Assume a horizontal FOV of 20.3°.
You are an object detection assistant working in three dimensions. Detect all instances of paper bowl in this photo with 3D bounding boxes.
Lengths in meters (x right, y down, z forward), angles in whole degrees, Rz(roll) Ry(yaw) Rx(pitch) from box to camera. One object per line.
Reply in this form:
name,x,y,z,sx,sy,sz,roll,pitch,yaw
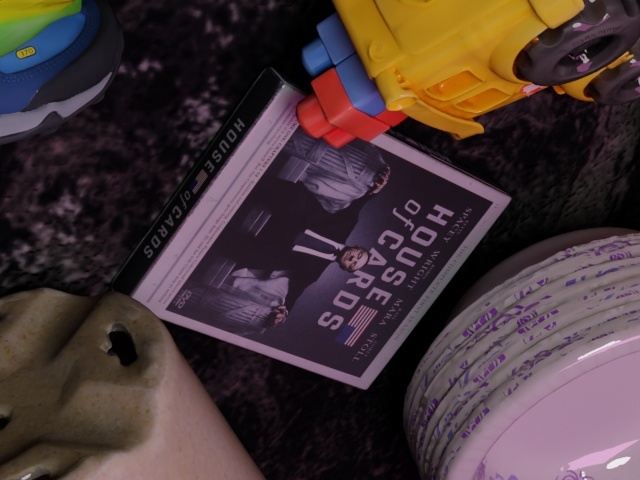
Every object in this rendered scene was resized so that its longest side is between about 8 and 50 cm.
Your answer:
paper bowl,0.197,0.102,1.301,0.284,0.148,0.284,-12,140,-11

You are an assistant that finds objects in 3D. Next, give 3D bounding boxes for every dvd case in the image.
dvd case,0.000,0.000,1.194,0.238,0.029,0.179,23,109,-43

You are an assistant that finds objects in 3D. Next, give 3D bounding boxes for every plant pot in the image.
plant pot,-0.141,0.208,1.082,0.334,0.334,0.305,-29,125,-13

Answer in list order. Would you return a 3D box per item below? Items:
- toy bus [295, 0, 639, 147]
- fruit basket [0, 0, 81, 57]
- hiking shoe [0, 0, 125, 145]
toy bus,0.090,-0.126,1.076,0.211,0.149,0.220,-34,159,21
fruit basket,-0.068,-0.234,0.751,0.392,0.283,0.392,-14,112,-38
hiking shoe,-0.227,-0.120,0.876,0.304,0.113,0.132,-3,126,-33
